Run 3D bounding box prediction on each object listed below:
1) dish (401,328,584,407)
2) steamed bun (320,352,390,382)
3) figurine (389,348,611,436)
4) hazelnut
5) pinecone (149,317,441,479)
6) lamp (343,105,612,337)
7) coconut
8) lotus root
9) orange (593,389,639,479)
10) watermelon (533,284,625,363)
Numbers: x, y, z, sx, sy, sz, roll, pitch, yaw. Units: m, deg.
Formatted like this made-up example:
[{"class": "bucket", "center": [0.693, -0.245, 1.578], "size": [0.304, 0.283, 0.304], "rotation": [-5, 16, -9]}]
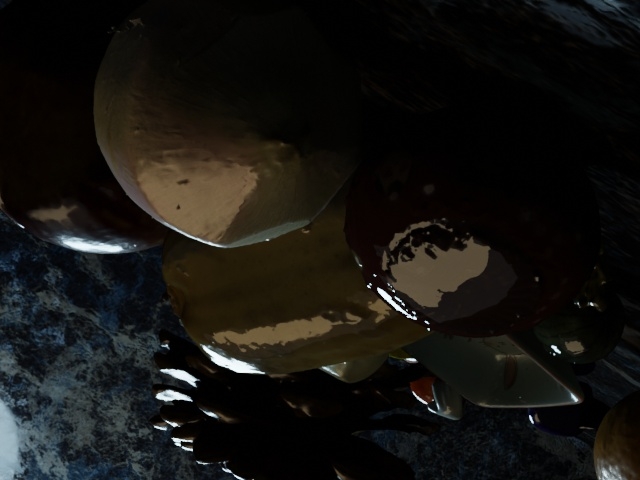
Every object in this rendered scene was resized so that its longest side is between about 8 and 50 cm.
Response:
[{"class": "dish", "center": [0.168, 0.098, 1.400], "size": [0.154, 0.064, 0.234], "rotation": [-9, 142, 46]}, {"class": "steamed bun", "center": [0.000, 0.000, 1.260], "size": [0.200, 0.155, 0.250], "rotation": [25, 147, 38]}, {"class": "figurine", "center": [0.203, 0.133, 1.665], "size": [0.193, 0.154, 0.421], "rotation": [-13, -165, -37]}, {"class": "hazelnut", "center": [-0.183, -0.105, 1.117], "size": [0.218, 0.218, 0.234], "rotation": [90, 164, -83]}, {"class": "pinecone", "center": [-0.010, 0.124, 1.548], "size": [0.384, 0.384, 0.384], "rotation": [29, 175, 3]}, {"class": "lamp", "center": [0.095, -0.017, 0.818], "size": [0.156, 0.135, 0.157], "rotation": [-6, 133, 20]}, {"class": "coconut", "center": [-0.054, -0.082, 0.818], "size": [0.171, 0.171, 0.183], "rotation": [32, 175, -26]}, {"class": "lotus root", "center": [0.023, 0.008, 1.032], "size": [0.342, 0.169, 0.151], "rotation": [-16, -177, 30]}, {"class": "orange", "center": [0.382, 0.248, 1.434], "size": [0.158, 0.179, 0.237], "rotation": [-15, 172, 7]}, {"class": "watermelon", "center": [0.231, 0.071, 1.189], "size": [0.078, 0.078, 0.110], "rotation": [31, 180, -13]}]
